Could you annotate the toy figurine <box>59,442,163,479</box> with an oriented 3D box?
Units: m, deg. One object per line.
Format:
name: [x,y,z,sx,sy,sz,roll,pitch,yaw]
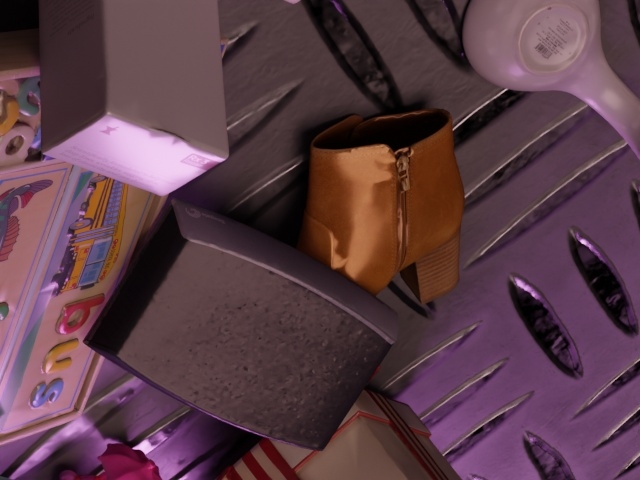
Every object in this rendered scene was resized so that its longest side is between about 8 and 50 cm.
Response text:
toy figurine: [-0.216,0.274,1.746,0.173,0.130,0.159,4,112,-6]

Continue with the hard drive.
hard drive: [-0.062,0.086,1.580,0.254,0.054,0.172,28,101,-28]

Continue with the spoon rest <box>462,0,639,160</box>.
spoon rest: [0.239,-0.166,1.679,0.137,0.084,0.276,-46,123,8]

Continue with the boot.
boot: [0.001,0.000,1.651,0.295,0.104,0.211,-25,129,-17]

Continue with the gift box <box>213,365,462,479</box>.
gift box: [0.026,0.280,1.764,0.255,0.258,0.276,-41,156,4]

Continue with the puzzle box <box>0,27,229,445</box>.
puzzle box: [-0.241,0.010,1.455,0.272,0.052,0.409,-18,138,-52]

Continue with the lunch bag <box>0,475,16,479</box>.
lunch bag: [-0.290,0.362,1.644,0.160,0.262,0.223,-22,135,-37]

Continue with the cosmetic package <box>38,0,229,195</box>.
cosmetic package: [-0.141,-0.160,1.310,0.117,0.231,0.085,20,145,-40]

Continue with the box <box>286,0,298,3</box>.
box: [-0.089,-0.275,1.276,0.275,0.094,0.113,17,138,-41]
